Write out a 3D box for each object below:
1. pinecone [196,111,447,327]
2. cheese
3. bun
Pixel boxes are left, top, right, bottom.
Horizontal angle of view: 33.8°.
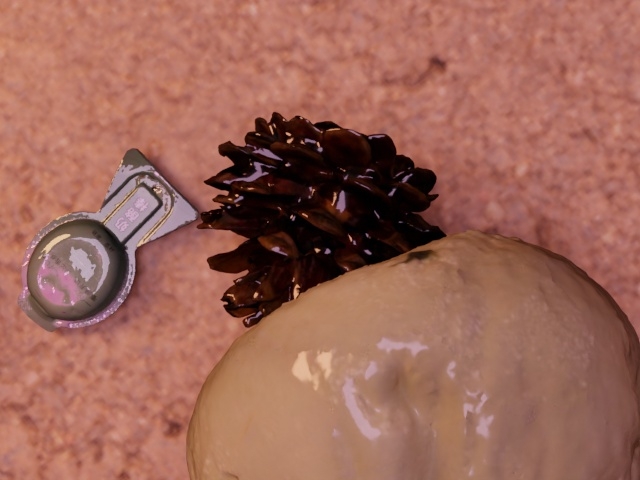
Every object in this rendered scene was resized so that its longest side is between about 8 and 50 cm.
[{"bbox_3d":[-0.001,-0.001,0.566,0.140,0.140,0.120,24,80,3],"label":"pinecone"},{"bbox_3d":[-0.134,0.006,0.633,0.121,0.026,0.067,-45,89,5],"label":"cheese"},{"bbox_3d":[0.060,0.118,0.522,0.259,0.259,0.160,-31,62,6],"label":"bun"}]
